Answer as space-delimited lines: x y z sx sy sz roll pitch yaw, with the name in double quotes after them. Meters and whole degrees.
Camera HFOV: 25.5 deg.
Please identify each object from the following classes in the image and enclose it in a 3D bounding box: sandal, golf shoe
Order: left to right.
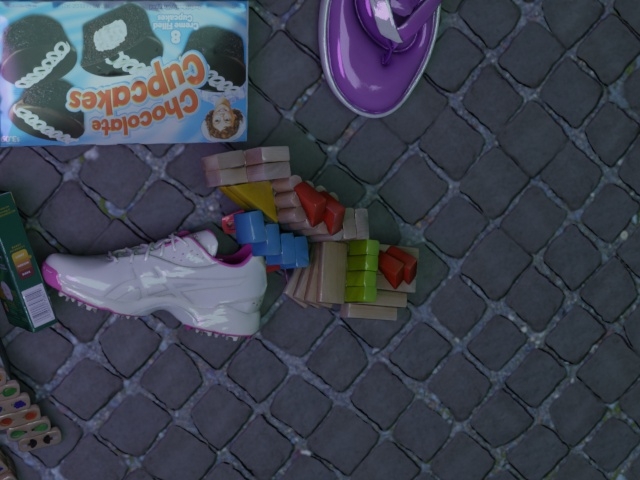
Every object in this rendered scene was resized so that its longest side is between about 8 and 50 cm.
-0.213 0.038 1.864 0.306 0.115 0.140 12 103 -23 "golf shoe"
0.109 -0.365 1.864 0.169 0.102 0.416 15 97 -15 "sandal"

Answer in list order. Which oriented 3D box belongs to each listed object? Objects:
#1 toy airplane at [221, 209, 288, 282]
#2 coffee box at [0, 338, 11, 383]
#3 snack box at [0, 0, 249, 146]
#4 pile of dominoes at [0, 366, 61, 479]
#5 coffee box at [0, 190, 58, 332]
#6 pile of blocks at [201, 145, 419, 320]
-0.058 -0.014 1.933 0.151 0.028 0.151 -3 101 -14 "toy airplane"
-0.540 0.155 1.820 0.246 0.098 0.141 -21 105 -8 "coffee box"
-0.254 -0.219 1.825 0.322 0.060 0.187 -3 105 -14 "snack box"
-0.459 0.251 1.816 0.196 0.040 0.251 -27 140 -1 "pile of dominoes"
-0.399 0.024 1.818 0.040 0.113 0.184 -24 104 -25 "coffee box"
0.000 0.000 1.854 0.362 0.113 0.149 34 69 -27 "pile of blocks"
